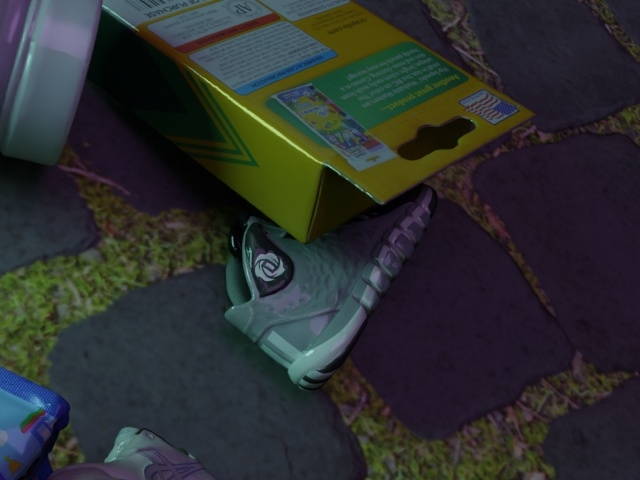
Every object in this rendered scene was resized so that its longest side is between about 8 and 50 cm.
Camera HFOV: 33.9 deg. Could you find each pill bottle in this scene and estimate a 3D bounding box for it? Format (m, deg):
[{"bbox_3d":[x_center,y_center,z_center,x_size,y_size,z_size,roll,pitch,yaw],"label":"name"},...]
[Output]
[{"bbox_3d":[-0.306,-0.156,0.724,0.283,0.161,0.161,15,51,-19],"label":"pill bottle"}]

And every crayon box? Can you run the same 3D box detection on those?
[{"bbox_3d":[-0.017,-0.121,0.855,0.323,0.083,0.203,37,45,25],"label":"crayon box"}]

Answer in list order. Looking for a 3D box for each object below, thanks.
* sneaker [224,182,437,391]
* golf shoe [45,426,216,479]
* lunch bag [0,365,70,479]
[{"bbox_3d":[0.000,0.000,0.834,0.132,0.086,0.229,34,48,1],"label":"sneaker"},{"bbox_3d":[-0.119,0.150,0.636,0.086,0.069,0.176,56,8,31],"label":"golf shoe"},{"bbox_3d":[-0.321,0.120,0.560,0.293,0.138,0.221,30,48,10],"label":"lunch bag"}]
